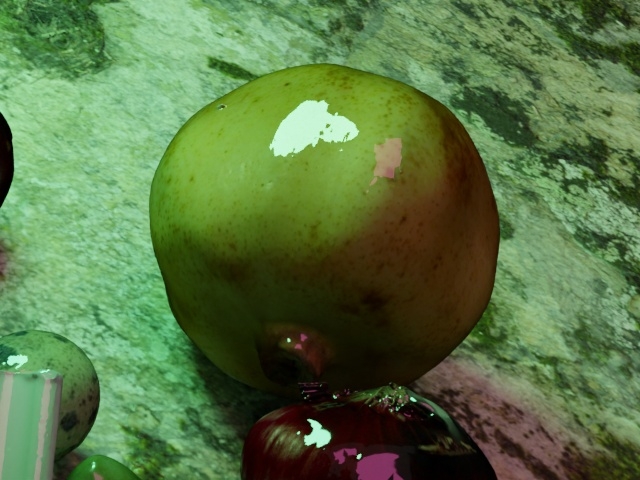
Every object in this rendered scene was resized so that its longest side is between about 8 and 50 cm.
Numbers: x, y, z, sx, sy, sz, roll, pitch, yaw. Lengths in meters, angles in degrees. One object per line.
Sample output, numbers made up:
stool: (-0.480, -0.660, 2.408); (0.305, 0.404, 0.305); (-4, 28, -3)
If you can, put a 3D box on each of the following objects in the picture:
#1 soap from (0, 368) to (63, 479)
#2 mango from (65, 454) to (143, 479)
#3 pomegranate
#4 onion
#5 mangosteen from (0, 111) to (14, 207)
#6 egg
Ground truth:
soap: (-0.285, 0.272, 1.492); (0.095, 0.173, 0.289); (6, 59, -10)
mango: (-0.183, 0.283, 1.571); (0.114, 0.251, 0.156); (4, 62, 0)
pomegranate: (0.000, 0.000, 1.943); (0.416, 0.417, 0.417); (16, 34, -11)
onion: (0.045, 0.285, 1.773); (0.273, 0.285, 0.273); (8, -2, 0)
mangosteen: (-0.452, -0.093, 1.974); (0.210, 0.210, 0.210); (16, 34, -11)
egg: (-0.304, 0.168, 1.743); (0.141, 0.141, 0.181); (35, 43, 16)
